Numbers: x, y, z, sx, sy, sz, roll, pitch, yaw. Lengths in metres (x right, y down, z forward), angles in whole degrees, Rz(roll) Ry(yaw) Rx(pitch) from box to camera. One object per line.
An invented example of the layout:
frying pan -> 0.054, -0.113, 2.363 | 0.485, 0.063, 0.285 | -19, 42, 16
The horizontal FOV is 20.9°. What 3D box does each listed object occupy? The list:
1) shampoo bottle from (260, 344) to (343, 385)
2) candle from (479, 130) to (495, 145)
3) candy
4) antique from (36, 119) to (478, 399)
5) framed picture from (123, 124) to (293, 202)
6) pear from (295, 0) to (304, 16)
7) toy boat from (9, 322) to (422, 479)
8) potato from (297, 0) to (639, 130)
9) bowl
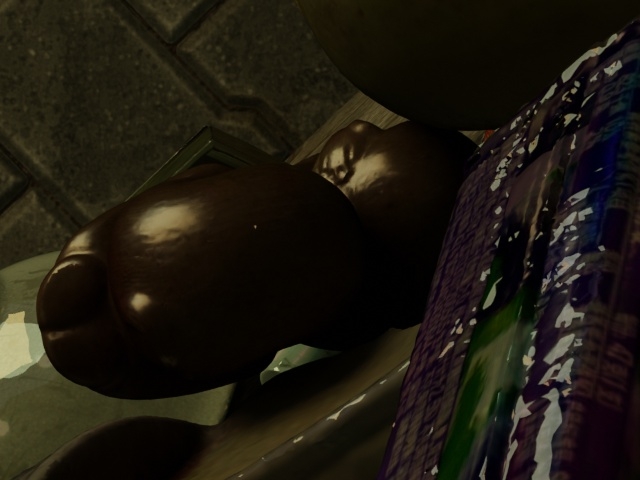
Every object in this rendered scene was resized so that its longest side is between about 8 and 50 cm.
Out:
shampoo bottle -> 0.031, 0.029, 1.061 | 0.190, 0.041, 0.069 | -48, 13, -32
candle -> 0.135, -0.080, 1.093 | 0.053, 0.048, 0.162 | -13, -12, -29
candy -> 0.047, 0.072, 0.377 | 0.088, 0.061, 0.312 | -42, 19, 43
antique -> -0.007, 0.003, 0.902 | 0.257, 0.121, 0.143 | -12, -7, -40
framed picture -> -0.080, 0.012, 1.340 | 0.197, 0.014, 0.252 | -42, -31, 17
pear -> 0.105, -0.224, 1.267 | 0.281, 0.281, 0.281 | -43, 7, 6
toy boat -> -0.029, 0.106, 0.749 | 0.293, 0.111, 0.276 | -29, 3, 6
potato -> 0.136, -0.168, 0.849 | 0.243, 0.221, 0.326 | -11, -5, -46
bowl -> -0.204, 0.106, 1.145 | 0.313, 0.146, 0.313 | -41, 27, 26
